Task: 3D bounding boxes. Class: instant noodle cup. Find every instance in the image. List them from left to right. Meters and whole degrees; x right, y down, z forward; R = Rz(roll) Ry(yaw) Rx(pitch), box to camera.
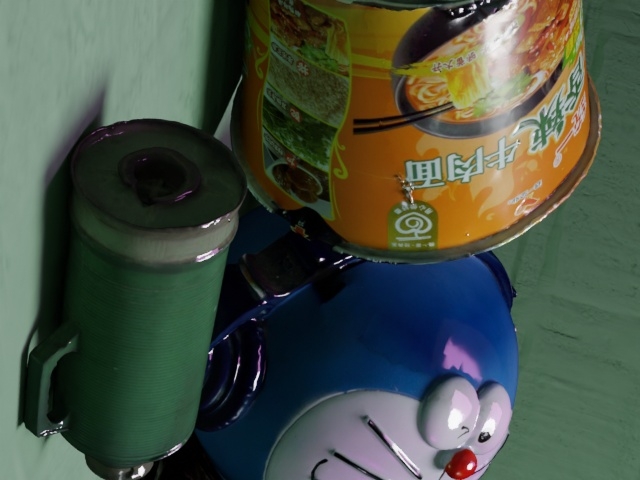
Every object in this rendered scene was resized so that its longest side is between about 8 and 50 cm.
[{"bbox_3d":[0.053,-0.128,0.829,0.182,0.230,0.230,86,21,-53],"label":"instant noodle cup"}]

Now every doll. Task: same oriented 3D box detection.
[{"bbox_3d":[0.002,0.110,0.976,0.240,0.284,0.310,54,-53,37],"label":"doll"}]

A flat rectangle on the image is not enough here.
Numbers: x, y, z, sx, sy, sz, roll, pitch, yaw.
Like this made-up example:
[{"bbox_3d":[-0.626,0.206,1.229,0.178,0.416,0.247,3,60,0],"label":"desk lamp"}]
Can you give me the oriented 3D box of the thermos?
[{"bbox_3d":[-0.084,0.043,0.651,0.083,0.073,0.187,-69,174,-49],"label":"thermos"}]
